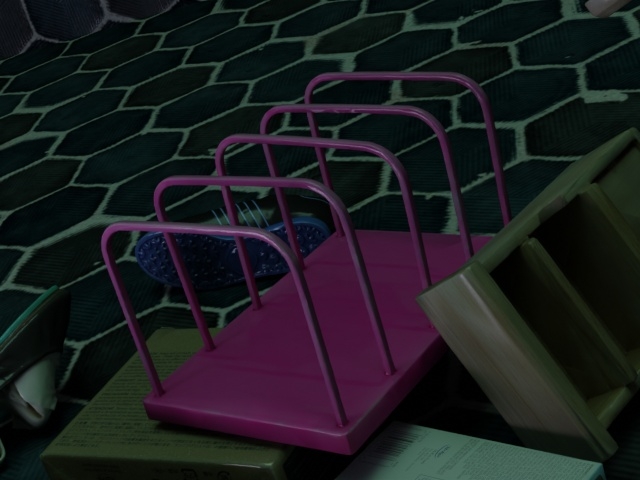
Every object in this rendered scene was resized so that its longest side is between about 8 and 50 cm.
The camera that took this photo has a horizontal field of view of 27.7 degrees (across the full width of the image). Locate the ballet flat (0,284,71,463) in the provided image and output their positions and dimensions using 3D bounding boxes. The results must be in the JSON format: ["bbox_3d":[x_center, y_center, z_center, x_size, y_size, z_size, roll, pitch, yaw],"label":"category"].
[{"bbox_3d":[-0.321,0.163,1.245,0.280,0.096,0.095,-44,-3,-28],"label":"ballet flat"}]

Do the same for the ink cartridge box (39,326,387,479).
[{"bbox_3d":[-0.081,0.157,1.082,0.235,0.088,0.193,-3,27,32],"label":"ink cartridge box"}]

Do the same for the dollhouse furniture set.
[{"bbox_3d":[0.294,-0.023,0.887,0.256,0.362,0.394,-39,3,-39],"label":"dollhouse furniture set"}]

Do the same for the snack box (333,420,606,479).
[{"bbox_3d":[0.033,0.246,0.844,0.187,0.060,0.322,5,34,44],"label":"snack box"}]

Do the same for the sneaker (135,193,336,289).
[{"bbox_3d":[-0.087,-0.003,1.444,0.232,0.081,0.090,-4,25,16],"label":"sneaker"}]

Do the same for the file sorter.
[{"bbox_3d":[0.000,0.000,1.029,0.202,0.182,0.291,4,31,37],"label":"file sorter"}]
